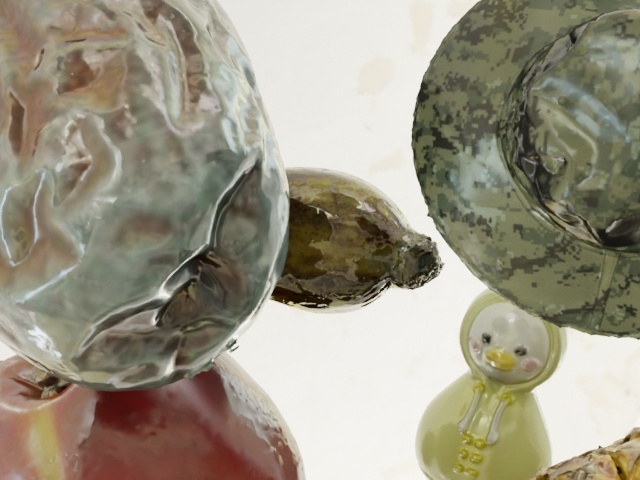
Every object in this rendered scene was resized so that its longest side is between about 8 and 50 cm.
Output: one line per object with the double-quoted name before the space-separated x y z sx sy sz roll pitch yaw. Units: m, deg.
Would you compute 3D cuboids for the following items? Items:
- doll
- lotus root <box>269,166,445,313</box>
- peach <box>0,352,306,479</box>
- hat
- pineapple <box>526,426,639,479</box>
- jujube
"doll" 0.169 0.163 1.033 0.117 0.141 0.296 -26 -51 -54
"lotus root" 0.000 0.000 0.864 0.120 0.209 0.120 10 -90 -77
"peach" -0.134 0.227 0.897 0.257 0.201 0.362 -36 -76 -22
"hat" 0.179 -0.061 0.607 0.265 0.265 0.128 -53 -9 6
"pineapple" 0.275 0.327 0.832 0.352 0.300 0.352 -16 -42 -15
"jujube" -0.153 -0.063 0.722 0.215 0.308 0.246 6 -49 -43
